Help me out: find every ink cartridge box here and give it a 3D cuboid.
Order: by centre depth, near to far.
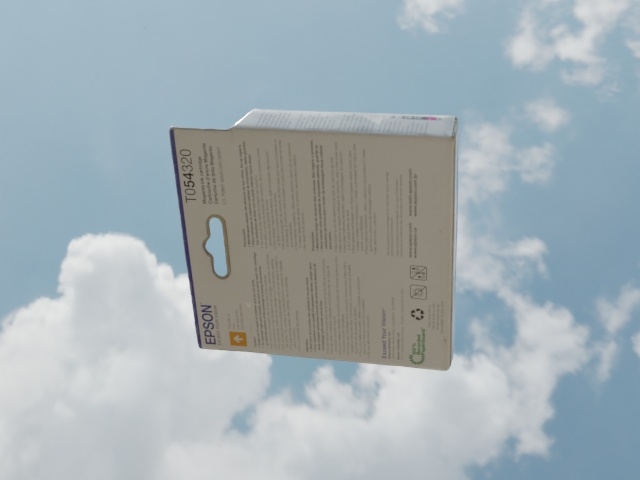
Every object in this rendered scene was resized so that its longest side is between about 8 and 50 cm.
[{"bbox_3d":[0.000,0.000,1.280,0.329,0.071,0.324,5,-58,12],"label":"ink cartridge box"}]
